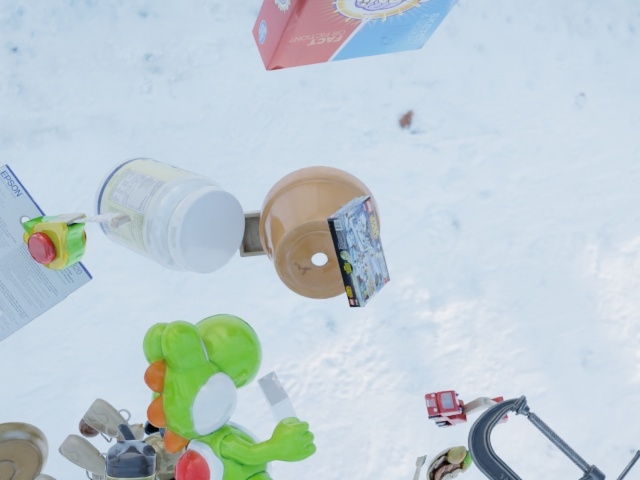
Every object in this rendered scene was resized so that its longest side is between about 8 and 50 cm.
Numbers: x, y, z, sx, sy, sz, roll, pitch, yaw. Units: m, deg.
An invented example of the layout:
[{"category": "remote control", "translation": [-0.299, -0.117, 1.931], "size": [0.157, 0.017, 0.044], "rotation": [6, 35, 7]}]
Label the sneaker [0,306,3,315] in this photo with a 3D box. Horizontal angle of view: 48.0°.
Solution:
[{"category": "sneaker", "translation": [-0.673, 0.195, 1.232], "size": [0.102, 0.293, 0.146], "rotation": [51, 21, -35]}]

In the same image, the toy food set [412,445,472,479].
[{"category": "toy food set", "translation": [0.313, 0.551, 1.748], "size": [0.192, 0.038, 0.132], "rotation": [-11, 125, -26]}]

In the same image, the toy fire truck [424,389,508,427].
[{"category": "toy fire truck", "translation": [0.289, 0.329, 1.410], "size": [0.192, 0.135, 0.047], "rotation": [48, 30, -58]}]

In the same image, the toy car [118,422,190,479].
[{"category": "toy car", "translation": [-0.277, 0.376, 1.279], "size": [0.155, 0.149, 0.188], "rotation": [-18, 121, 6]}]

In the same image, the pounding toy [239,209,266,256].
[{"category": "pounding toy", "translation": [-0.131, -0.015, 1.839], "size": [0.141, 0.100, 0.130], "rotation": [-6, 98, 12]}]

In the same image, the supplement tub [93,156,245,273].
[{"category": "supplement tub", "translation": [-0.362, -0.060, 1.722], "size": [0.235, 0.325, 0.235], "rotation": [-23, 122, -42]}]

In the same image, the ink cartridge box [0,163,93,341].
[{"category": "ink cartridge box", "translation": [-0.745, 0.049, 1.624], "size": [0.330, 0.071, 0.324], "rotation": [-35, 103, -9]}]

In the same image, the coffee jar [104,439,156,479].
[{"category": "coffee jar", "translation": [-0.298, 0.409, 1.116], "size": [0.079, 0.096, 0.184], "rotation": [3, 92, -15]}]

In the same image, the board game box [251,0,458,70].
[{"category": "board game box", "translation": [0.073, -0.320, 0.835], "size": [0.242, 0.316, 0.064], "rotation": [-14, 77, -21]}]

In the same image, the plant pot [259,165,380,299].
[{"category": "plant pot", "translation": [0.000, 0.000, 1.640], "size": [0.291, 0.291, 0.203], "rotation": [39, 20, -18]}]

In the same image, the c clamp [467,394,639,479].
[{"category": "c clamp", "translation": [0.235, 0.222, 0.744], "size": [0.161, 0.022, 0.137], "rotation": [39, 64, 8]}]

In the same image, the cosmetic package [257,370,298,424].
[{"category": "cosmetic package", "translation": [-0.115, 0.479, 2.065], "size": [0.060, 0.239, 0.099], "rotation": [-29, 52, -13]}]

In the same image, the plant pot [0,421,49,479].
[{"category": "plant pot", "translation": [-0.699, 0.499, 1.552], "size": [0.236, 0.032, 0.236], "rotation": [-23, 130, -31]}]

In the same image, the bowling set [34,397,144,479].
[{"category": "bowling set", "translation": [-0.468, 0.447, 1.553], "size": [0.154, 0.200, 0.287], "rotation": [38, 101, -6]}]

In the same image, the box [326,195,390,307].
[{"category": "box", "translation": [0.057, 0.015, 1.028], "size": [0.094, 0.027, 0.137], "rotation": [-36, 117, -52]}]

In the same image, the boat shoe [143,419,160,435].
[{"category": "boat shoe", "translation": [-0.327, 0.402, 1.650], "size": [0.109, 0.258, 0.089], "rotation": [43, 47, 1]}]

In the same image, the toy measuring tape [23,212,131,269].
[{"category": "toy measuring tape", "translation": [-0.506, 0.004, 1.495], "size": [0.121, 0.330, 0.121], "rotation": [3, 87, -56]}]

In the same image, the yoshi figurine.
[{"category": "yoshi figurine", "translation": [-0.115, 0.252, 0.989], "size": [0.204, 0.203, 0.362], "rotation": [-18, 105, 1]}]
